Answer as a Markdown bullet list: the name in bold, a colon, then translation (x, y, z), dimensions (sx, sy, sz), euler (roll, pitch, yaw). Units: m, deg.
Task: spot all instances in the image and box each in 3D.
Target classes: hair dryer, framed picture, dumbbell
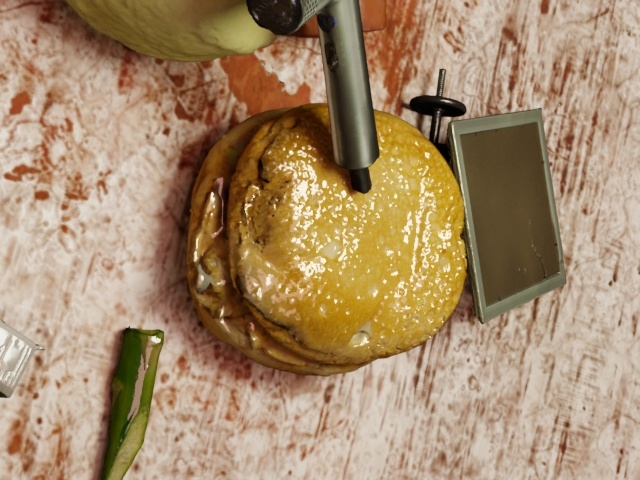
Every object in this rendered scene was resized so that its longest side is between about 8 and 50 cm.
- **hair dryer**: translation (0.030, -0.227, 1.410), dimensions (0.320, 0.155, 0.284), euler (-53, 158, -38)
- **framed picture**: translation (0.223, -0.037, 1.686), dimensions (0.293, 0.018, 0.231), euler (-14, 96, -60)
- **dumbbell**: translation (0.135, -0.131, 1.673), dimensions (0.069, 0.069, 0.147), euler (13, 80, -32)

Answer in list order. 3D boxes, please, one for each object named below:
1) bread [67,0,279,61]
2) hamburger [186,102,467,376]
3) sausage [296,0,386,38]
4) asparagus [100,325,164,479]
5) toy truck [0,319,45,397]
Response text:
- **bread**: translation (-0.132, -0.343, 1.417), dimensions (0.320, 0.237, 0.321), euler (-21, 118, -47)
- **hamburger**: translation (0.000, 0.000, 1.523), dimensions (0.314, 0.170, 0.290), euler (7, 82, -31)
- **sausage**: translation (0.012, -0.355, 1.581), dimensions (0.113, 0.113, 0.259), euler (-7, 94, -33)
- **asparagus**: translation (-0.197, 0.177, 1.466), dimensions (0.045, 0.041, 0.179), euler (12, 83, -24)
- **toy truck**: translation (-0.358, 0.175, 1.312), dimensions (0.101, 0.125, 0.243), euler (35, 69, -26)
